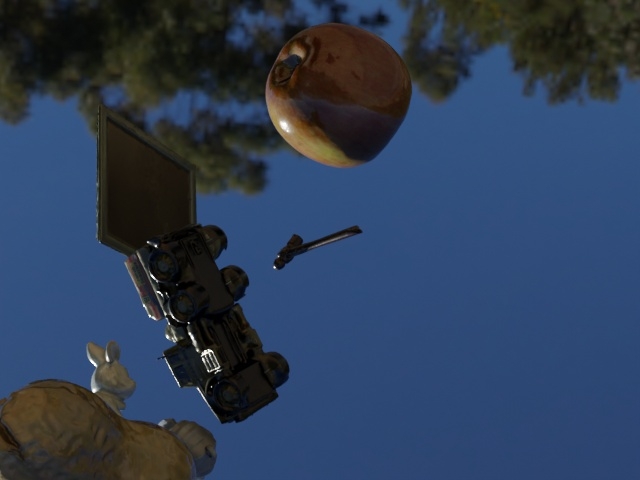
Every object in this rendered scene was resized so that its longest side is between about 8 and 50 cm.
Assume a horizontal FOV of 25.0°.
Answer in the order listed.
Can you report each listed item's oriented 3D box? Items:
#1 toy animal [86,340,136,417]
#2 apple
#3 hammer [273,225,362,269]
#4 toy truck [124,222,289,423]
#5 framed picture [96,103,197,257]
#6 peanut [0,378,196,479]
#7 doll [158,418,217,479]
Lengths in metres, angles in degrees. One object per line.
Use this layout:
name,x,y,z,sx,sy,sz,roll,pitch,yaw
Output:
toy animal,-0.308,0.214,2.066,0.085,0.124,0.071,37,149,-30
apple,0.022,-0.197,1.943,0.173,0.188,0.188,26,-166,-28
hammer,0.000,0.000,2.054,0.178,0.021,0.065,-21,-153,47
toy truck,-0.153,0.113,1.855,0.127,0.257,0.127,-31,177,30
framed picture,-0.274,-0.061,2.290,0.018,0.231,0.293,-12,158,23
peanut,-0.246,0.236,1.557,0.313,0.149,0.149,31,-178,-45
doll,-0.190,0.266,1.830,0.180,0.094,0.079,-11,-158,44
